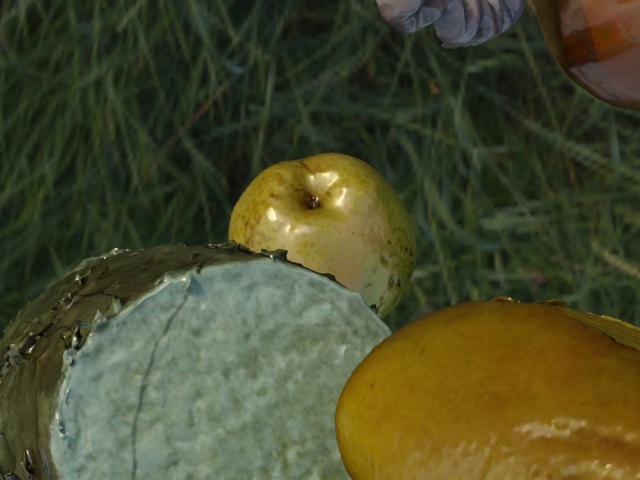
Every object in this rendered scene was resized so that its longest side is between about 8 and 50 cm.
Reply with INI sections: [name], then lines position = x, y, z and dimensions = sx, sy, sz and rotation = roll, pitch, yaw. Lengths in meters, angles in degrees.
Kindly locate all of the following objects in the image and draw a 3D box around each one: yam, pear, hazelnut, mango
[yam]
position = -0.084, 0.112, 1.031
dimensions = 0.241, 0.241, 0.348
rotation = 18, 170, -15
[pear]
position = 0.000, 0.000, 1.474
dimensions = 0.178, 0.178, 0.178
rotation = 2, 136, 2
[hazelnut]
position = 0.227, -0.177, 0.979
dimensions = 0.214, 0.214, 0.176
rotation = -27, 130, 27
[mango]
position = 0.120, 0.112, 0.744
dimensions = 0.167, 0.262, 0.130
rotation = -58, 143, -1

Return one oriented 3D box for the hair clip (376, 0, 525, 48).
[hair clip]
position = 0.038, -0.240, 0.891
dimensions = 0.069, 0.300, 0.173
rotation = -35, 149, 30
